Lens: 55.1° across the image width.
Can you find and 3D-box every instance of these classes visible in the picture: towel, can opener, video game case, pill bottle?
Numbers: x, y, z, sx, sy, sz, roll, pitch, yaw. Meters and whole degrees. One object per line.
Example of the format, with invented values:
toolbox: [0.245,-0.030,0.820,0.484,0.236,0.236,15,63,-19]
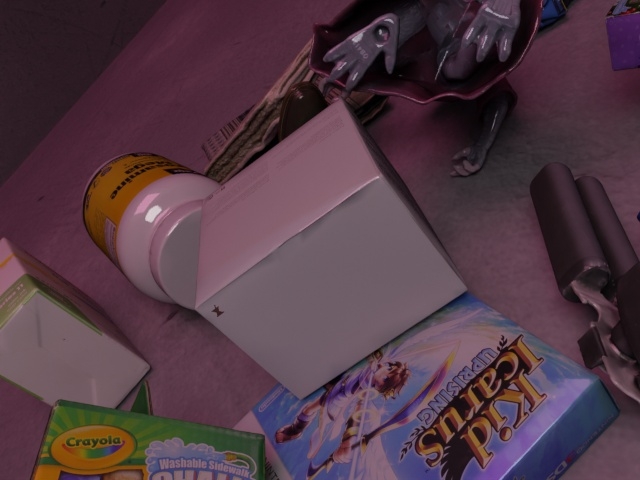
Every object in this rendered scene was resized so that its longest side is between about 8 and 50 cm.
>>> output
towel: [-0.075,-0.195,0.929,0.282,0.049,0.187,-30,23,56]
can opener: [0.237,0.020,0.494,0.280,0.074,0.093,-84,20,-55]
video game case: [0.066,0.162,0.539,0.269,0.061,0.244,-44,35,-5]
pill bottle: [-0.225,-0.019,0.909,0.188,0.188,0.334,-49,35,-11]
towel: [-0.058,-0.192,1.077,0.312,0.056,0.324,-36,32,2]

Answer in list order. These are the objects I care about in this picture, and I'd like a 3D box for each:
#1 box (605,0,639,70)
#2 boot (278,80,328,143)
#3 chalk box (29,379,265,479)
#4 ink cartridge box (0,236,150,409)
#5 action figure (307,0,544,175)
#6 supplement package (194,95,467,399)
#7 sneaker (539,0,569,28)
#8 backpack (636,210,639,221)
box: [0.416,-0.260,0.590,0.201,0.057,0.293,2,37,40]
boot: [0.010,-0.078,0.746,0.082,0.219,0.106,-23,41,-15]
chalk box: [-0.153,0.256,0.492,0.289,0.179,0.180,-94,26,-50]
ink cartridge box: [-0.423,0.118,0.930,0.119,0.207,0.353,-51,36,-12]
action figure: [0.129,-0.240,0.718,0.276,0.248,0.370,-66,-11,20]
supplement package: [0.000,0.000,0.603,0.194,0.149,0.203,-35,29,12]
sneaker: [0.282,-0.317,0.857,0.209,0.069,0.082,-40,38,1]
backpack: [0.316,-0.006,0.452,0.098,0.101,0.120,-40,67,6]
